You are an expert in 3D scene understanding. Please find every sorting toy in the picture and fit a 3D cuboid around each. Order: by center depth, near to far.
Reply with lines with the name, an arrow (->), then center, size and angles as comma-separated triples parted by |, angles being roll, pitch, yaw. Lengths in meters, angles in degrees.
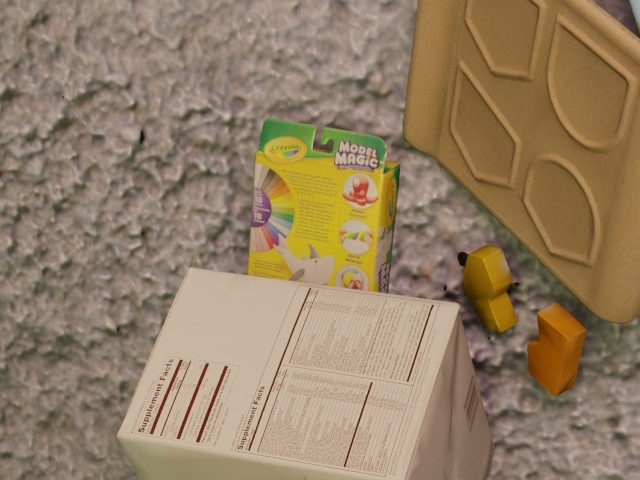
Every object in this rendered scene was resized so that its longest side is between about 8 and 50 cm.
sorting toy -> 0.145, -0.050, 1.130 | 0.229, 0.041, 0.307 | 43, 146, 33

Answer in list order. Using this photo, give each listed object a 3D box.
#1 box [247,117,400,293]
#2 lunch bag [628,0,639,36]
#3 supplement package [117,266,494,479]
box -> 0.000, 0.000, 1.253 | 0.105, 0.043, 0.179 | 12, 111, 19
lunch bag -> 0.347, -0.156, 1.036 | 0.293, 0.138, 0.221 | -18, 94, 16
supplement package -> -0.002, 0.142, 1.189 | 0.203, 0.149, 0.194 | 7, 144, 20
